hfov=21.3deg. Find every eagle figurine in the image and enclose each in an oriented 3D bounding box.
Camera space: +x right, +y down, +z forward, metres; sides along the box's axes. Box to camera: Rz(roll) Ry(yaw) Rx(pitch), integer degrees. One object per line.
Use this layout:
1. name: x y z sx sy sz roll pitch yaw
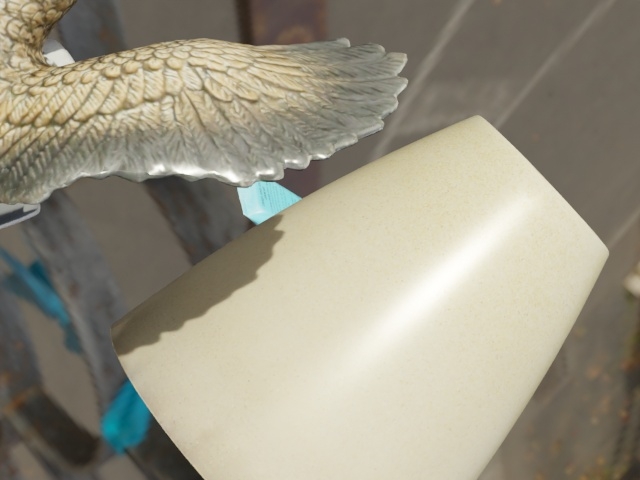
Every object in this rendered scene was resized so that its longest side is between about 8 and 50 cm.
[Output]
1. eagle figurine: -0.140 -0.096 0.869 0.298 0.225 0.226 -32 127 14

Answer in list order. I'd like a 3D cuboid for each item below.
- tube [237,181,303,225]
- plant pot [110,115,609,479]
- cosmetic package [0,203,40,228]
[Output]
1. tube: 0.000 0.000 1.558 0.207 0.080 0.052 34 110 -32
2. plant pot: 0.048 0.056 1.123 0.274 0.256 0.256 -43 149 5
3. cosmetic package: -0.383 -0.064 1.306 0.153 0.296 0.129 -26 113 -59
